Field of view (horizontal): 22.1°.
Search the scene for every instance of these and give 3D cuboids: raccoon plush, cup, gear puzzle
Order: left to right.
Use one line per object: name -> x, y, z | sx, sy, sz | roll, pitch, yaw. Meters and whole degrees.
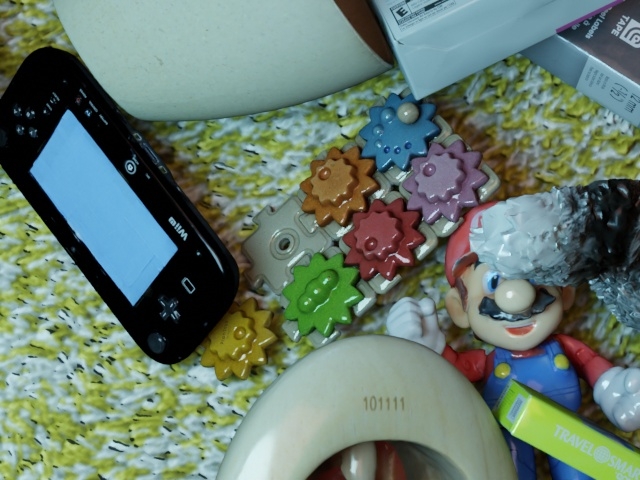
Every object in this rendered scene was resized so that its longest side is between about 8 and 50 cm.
cup -> -0.114, -0.244, 1.561 | 0.237, 0.331, 0.331 | -32, 77, 11
gear puzzle -> 0.000, 0.000, 1.573 | 0.339, 0.044, 0.175 | -43, 55, 7
raccoon plush -> 0.337, 0.104, 1.471 | 0.446, 0.216, 0.299 | -9, 75, -26

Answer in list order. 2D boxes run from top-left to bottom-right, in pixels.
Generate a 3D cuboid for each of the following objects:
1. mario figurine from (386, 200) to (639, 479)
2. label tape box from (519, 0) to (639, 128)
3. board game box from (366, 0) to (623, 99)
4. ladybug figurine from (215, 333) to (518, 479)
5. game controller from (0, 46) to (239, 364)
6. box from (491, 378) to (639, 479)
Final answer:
mario figurine -> 0.187, 0.119, 1.517 | 0.198, 0.170, 0.320 | -7, 83, -36
label tape box -> 0.395, -0.220, 1.631 | 0.348, 0.115, 0.249 | 33, 79, 10
board game box -> 0.131, -0.308, 1.587 | 0.224, 0.097, 0.303 | -25, 51, 3
ladybug figurine -> 0.026, 0.303, 1.433 | 0.305, 0.162, 0.449 | 3, 90, -22
game controller -> -0.202, -0.034, 1.576 | 0.067, 0.166, 0.319 | -30, 76, -39
box -> 0.242, 0.185, 1.429 | 0.178, 0.109, 0.042 | 29, 91, -4
